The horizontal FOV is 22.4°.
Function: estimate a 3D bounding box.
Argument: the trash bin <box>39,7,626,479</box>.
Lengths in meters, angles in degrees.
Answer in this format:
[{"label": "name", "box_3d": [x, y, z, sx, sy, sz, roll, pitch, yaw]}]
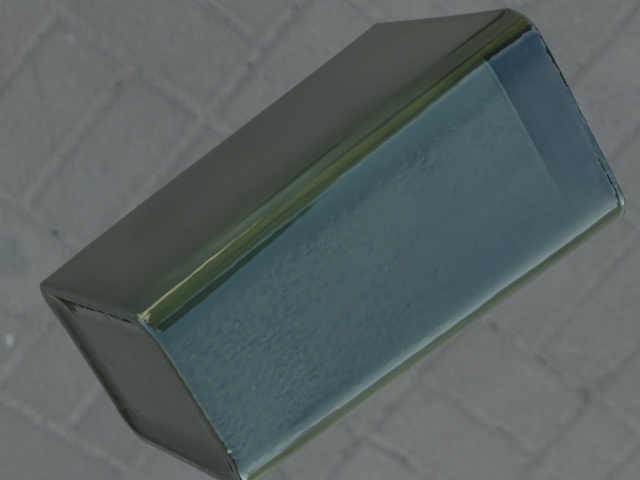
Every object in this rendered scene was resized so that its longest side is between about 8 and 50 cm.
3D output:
[{"label": "trash bin", "box_3d": [0.000, 0.000, 0.806, 0.240, 0.164, 0.122, -37, 110, -19]}]
